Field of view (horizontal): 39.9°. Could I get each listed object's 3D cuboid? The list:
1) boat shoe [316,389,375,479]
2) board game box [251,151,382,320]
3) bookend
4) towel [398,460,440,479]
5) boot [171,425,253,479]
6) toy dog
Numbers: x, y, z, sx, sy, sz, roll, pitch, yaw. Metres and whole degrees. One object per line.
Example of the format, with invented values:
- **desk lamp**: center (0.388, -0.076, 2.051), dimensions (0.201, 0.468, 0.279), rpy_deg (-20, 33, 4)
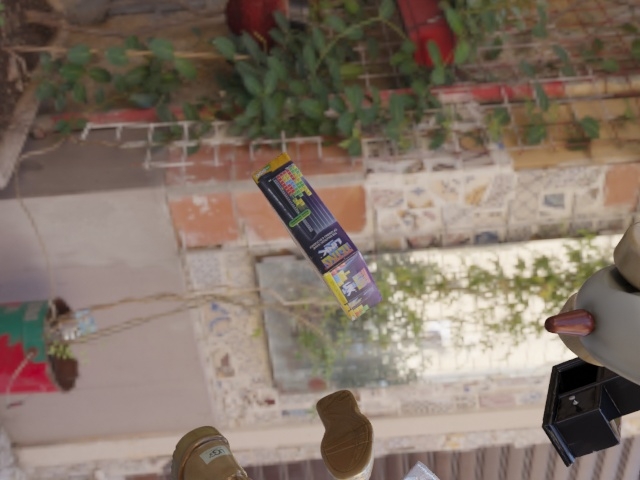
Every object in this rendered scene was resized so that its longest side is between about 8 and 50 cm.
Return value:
- **boat shoe**: center (0.034, 0.224, 0.963), dimensions (0.170, 0.063, 0.059), rpy_deg (-102, 170, -72)
- **board game box**: center (0.000, 0.000, 0.958), dimensions (0.141, 0.048, 0.170), rpy_deg (53, -3, 23)
- **bookend**: center (0.395, 0.214, 1.207), dimensions (0.072, 0.156, 0.157), rpy_deg (57, 30, -11)
- **towel**: center (0.188, 0.477, 1.242), dimensions (0.332, 0.317, 0.053), rpy_deg (-17, 140, -58)
- **boot**: center (-0.071, 0.353, 0.917), dimensions (0.269, 0.089, 0.236), rpy_deg (35, -45, 45)
- **toy dog**: center (0.333, 0.130, 0.806), dimensions (0.334, 0.161, 0.220), rpy_deg (34, -50, 45)
